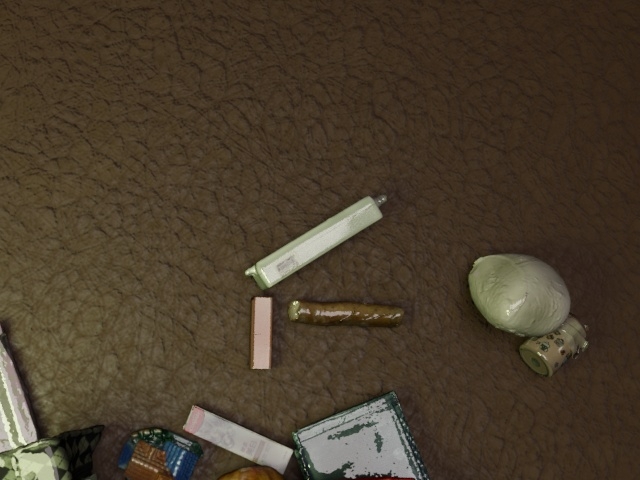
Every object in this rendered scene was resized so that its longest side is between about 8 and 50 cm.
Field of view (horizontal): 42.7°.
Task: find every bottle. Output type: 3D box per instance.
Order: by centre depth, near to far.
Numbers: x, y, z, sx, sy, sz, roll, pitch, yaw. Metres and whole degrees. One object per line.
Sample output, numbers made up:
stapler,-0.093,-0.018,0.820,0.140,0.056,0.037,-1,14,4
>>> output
bottle,0.508,0.214,1.747,0.152,0.099,0.099,-37,89,-18

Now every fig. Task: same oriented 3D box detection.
fig,-0.128,0.542,1.505,0.159,0.159,0.257,2,59,-11

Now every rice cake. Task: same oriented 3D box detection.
rice cake,-0.602,0.298,1.530,0.106,0.050,0.298,-19,84,-14

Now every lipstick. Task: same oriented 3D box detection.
lipstick,-0.120,0.187,1.648,0.045,0.045,0.145,4,79,-13

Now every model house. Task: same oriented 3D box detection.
model house,-0.297,0.414,1.522,0.148,0.149,0.119,27,75,-8

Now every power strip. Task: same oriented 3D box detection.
power strip,0.000,0.000,1.677,0.338,0.098,0.058,-32,89,-14

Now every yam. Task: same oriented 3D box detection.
yam,0.053,0.152,1.685,0.241,0.057,0.056,5,80,-11

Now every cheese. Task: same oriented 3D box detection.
cheese,0.421,0.111,1.702,0.189,0.198,0.154,21,112,-22

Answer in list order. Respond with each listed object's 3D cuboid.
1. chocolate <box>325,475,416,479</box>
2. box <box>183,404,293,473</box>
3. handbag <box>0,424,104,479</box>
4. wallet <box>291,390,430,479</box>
chocolate,0.059,0.558,1.509,0.237,0.108,0.234,-1,77,-11
box,-0.161,0.390,1.608,0.218,0.039,0.055,25,78,-6
handbag,-0.417,0.527,1.398,0.180,0.317,0.416,-14,87,0
wallet,0.103,0.498,1.619,0.237,0.075,0.342,-20,82,-18
